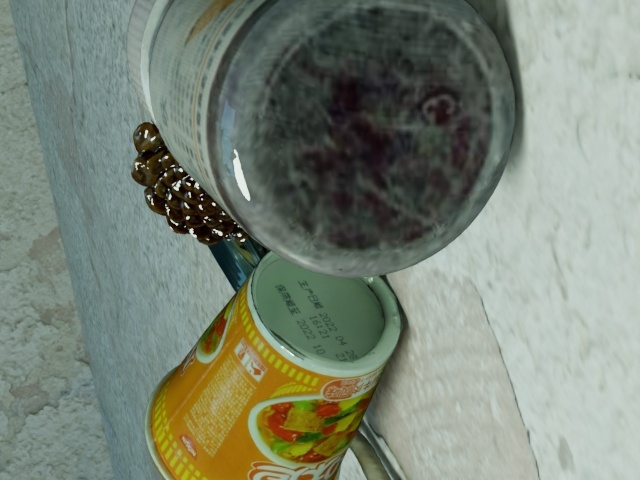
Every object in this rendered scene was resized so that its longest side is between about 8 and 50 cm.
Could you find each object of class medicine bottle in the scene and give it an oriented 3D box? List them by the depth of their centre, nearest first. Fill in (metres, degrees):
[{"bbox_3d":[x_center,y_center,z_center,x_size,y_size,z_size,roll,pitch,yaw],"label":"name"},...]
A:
[{"bbox_3d":[-0.015,-0.091,0.835,0.273,0.165,0.165,-140,37,-64],"label":"medicine bottle"}]

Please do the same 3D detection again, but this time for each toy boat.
[{"bbox_3d":[-0.073,0.015,1.367,0.141,0.060,0.055,57,157,31],"label":"toy boat"}]

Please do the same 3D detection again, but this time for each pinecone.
[{"bbox_3d":[-0.085,-0.068,1.186,0.121,0.140,0.140,-75,-18,-57],"label":"pinecone"}]

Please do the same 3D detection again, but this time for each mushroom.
[{"bbox_3d":[0.062,0.189,1.096,0.068,0.043,0.306,59,169,-20],"label":"mushroom"}]

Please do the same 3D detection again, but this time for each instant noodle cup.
[{"bbox_3d":[-0.027,0.101,1.068,0.168,0.168,0.185,66,145,31],"label":"instant noodle cup"}]
